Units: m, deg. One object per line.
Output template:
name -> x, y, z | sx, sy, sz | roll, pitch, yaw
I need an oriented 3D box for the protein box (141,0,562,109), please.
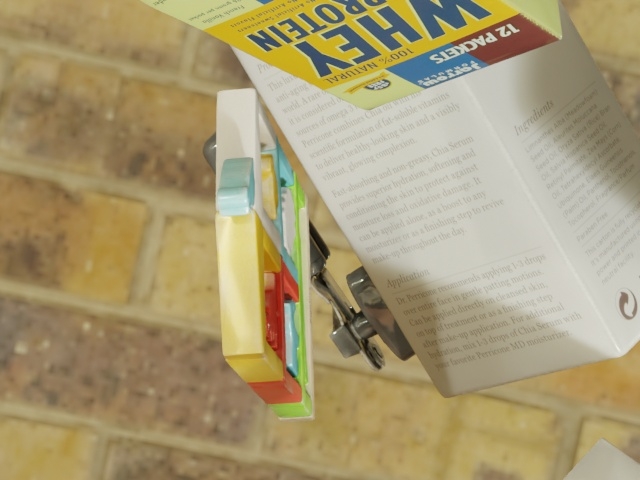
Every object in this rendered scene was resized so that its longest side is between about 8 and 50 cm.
protein box -> 0.014, -0.207, 0.895 | 0.136, 0.201, 0.200 | -19, 155, 34

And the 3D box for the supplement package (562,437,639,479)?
supplement package -> 0.244, 0.327, 1.311 | 0.177, 0.175, 0.293 | 36, 160, 30

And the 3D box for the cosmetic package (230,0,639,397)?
cosmetic package -> 0.108, -0.107, 1.420 | 0.230, 0.453, 0.161 | -20, -165, 50

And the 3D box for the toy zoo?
toy zoo -> -0.041, 0.014, 1.215 | 0.030, 0.192, 0.293 | -4, 164, 7

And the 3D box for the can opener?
can opener -> 0.000, 0.000, 1.583 | 0.095, 0.283, 0.076 | -31, -172, 11
